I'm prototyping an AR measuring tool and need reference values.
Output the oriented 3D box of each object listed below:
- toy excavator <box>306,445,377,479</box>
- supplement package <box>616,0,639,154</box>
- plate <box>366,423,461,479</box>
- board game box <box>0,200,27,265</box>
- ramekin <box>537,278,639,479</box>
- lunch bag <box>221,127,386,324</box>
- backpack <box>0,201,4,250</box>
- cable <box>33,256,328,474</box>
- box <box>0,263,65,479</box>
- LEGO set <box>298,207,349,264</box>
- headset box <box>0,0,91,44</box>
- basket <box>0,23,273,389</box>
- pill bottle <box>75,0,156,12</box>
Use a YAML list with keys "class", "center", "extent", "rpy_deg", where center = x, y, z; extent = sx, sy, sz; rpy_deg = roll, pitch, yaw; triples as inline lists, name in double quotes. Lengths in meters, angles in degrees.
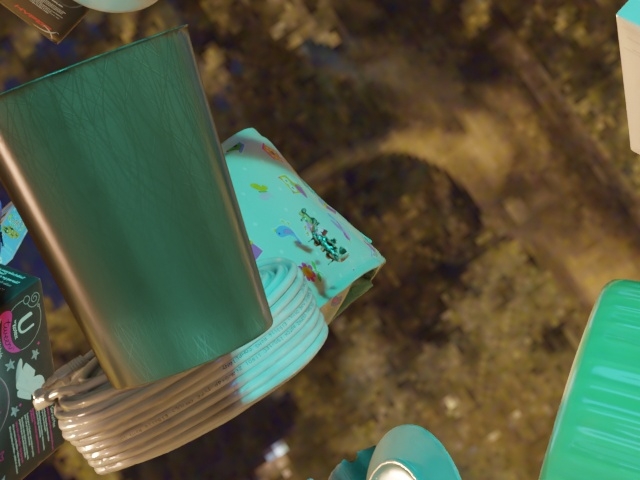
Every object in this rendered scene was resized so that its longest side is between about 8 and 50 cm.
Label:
- class: "toy excavator"
  center: [-0.056, 0.383, 1.774]
  extent: [0.445, 0.433, 0.222]
  rpy_deg: [-29, 34, -9]
- class: "supplement package"
  center: [0.433, -0.191, 2.003]
  extent: [0.139, 0.134, 0.244]
  rpy_deg: [-46, -33, -20]
- class: "plate"
  center: [0.078, 0.259, 1.588]
  extent: [0.024, 0.188, 0.188]
  rpy_deg: [-2, -24, -28]
- class: "board game box"
  center: [-0.459, 0.024, 2.382]
  extent: [0.160, 0.039, 0.211]
  rpy_deg: [-40, 13, 15]
- class: "ramekin"
  center: [0.261, 0.177, 1.420]
  extent: [0.303, 0.148, 0.303]
  rpy_deg: [16, -90, -79]
- class: "lunch bag"
  center: [-0.065, 0.008, 1.915]
  extent: [0.160, 0.223, 0.262]
  rpy_deg: [-52, -8, 34]
- class: "backpack"
  center: [-0.373, -0.026, 1.782]
  extent: [0.101, 0.120, 0.098]
  rpy_deg: [2, 7, 13]
- class: "cable"
  center: [-0.115, 0.110, 1.574]
  extent: [0.257, 0.089, 0.257]
  rpy_deg: [-33, 10, -18]
- class: "box"
  center: [-0.408, 0.150, 2.035]
  extent: [0.142, 0.163, 0.247]
  rpy_deg: [-39, -42, -43]
- class: "LEGO set"
  center: [0.001, 0.001, 1.744]
  extent: [0.023, 0.054, 0.083]
  rpy_deg: [-45, 23, 0]
- class: "headset box"
  center: [-0.283, -0.371, 1.891]
  extent: [0.293, 0.218, 0.110]
  rpy_deg: [-35, 24, 49]
- class: "basket"
  center: [-0.132, -0.021, 1.279]
  extent: [0.154, 0.226, 0.204]
  rpy_deg: [-17, 8, 30]
- class: "pill bottle"
  center: [-0.156, -0.290, 1.402]
  extent: [0.119, 0.119, 0.208]
  rpy_deg: [-28, -29, -32]
